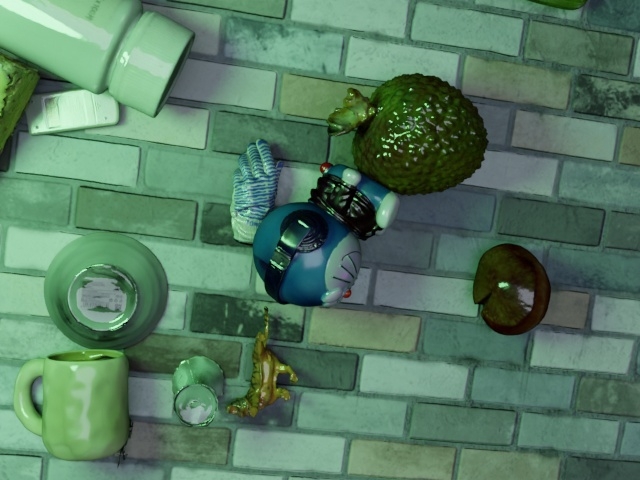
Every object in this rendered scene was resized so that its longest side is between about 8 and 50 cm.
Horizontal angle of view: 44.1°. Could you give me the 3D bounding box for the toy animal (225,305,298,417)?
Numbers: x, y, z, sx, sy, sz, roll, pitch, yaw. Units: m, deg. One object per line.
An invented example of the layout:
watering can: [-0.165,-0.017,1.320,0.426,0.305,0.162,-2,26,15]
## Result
toy animal: [-0.123,0.270,1.740,0.114,0.116,0.255,9,90,-32]

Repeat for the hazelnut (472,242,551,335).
hazelnut: [0.432,0.106,1.760,0.178,0.178,0.204,-12,68,-7]

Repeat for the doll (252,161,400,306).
doll: [0.000,0.000,1.632,0.240,0.284,0.310,34,83,16]

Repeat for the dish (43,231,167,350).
dish: [-0.456,0.115,1.668,0.260,0.085,0.260,-1,96,-9]

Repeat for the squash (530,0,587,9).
squash: [0.481,-0.556,1.737,0.229,0.066,0.066,13,95,-9]

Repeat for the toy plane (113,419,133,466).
toy plane: [-0.431,0.434,1.726,0.031,0.049,0.120,9,95,-9]

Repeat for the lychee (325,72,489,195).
lychee: [0.187,-0.218,1.635,0.320,0.270,0.270,30,92,4]

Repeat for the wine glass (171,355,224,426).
wine glass: [-0.258,0.321,1.671,0.122,0.183,0.122,-1,96,-9]

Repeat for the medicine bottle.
medicine bottle: [-0.452,-0.406,1.545,0.372,0.211,0.211,25,92,-11]

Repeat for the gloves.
gloves: [-0.138,-0.103,1.693,0.119,0.097,0.229,1,92,-39]

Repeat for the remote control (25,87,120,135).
remote control: [-0.513,-0.271,1.641,0.190,0.029,0.087,-9,98,-4]

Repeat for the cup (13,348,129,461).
cup: [-0.523,0.336,1.626,0.255,0.173,0.202,0,92,-3]

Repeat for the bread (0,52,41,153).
bread: [-0.715,-0.250,1.497,0.248,0.279,0.315,25,86,-11]
